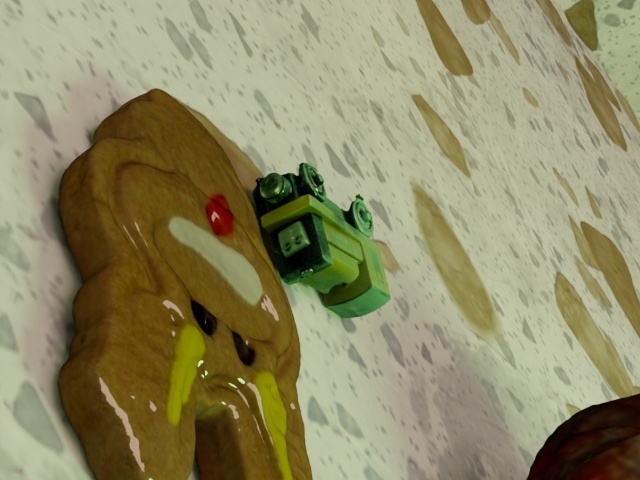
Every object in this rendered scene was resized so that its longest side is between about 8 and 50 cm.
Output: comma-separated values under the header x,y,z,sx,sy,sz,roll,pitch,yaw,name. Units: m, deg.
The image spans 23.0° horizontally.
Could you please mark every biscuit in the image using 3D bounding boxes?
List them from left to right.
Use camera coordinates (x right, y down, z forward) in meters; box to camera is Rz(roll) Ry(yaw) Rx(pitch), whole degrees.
x,y,z,sx,sy,sz,roll,pitch,yaw,name
-0.066,0.030,0.815,0.186,0.044,0.295,44,25,-42,biscuit

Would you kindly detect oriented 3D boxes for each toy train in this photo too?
x,y,z,sx,sy,sz,roll,pitch,yaw,name
0.000,0.000,1.014,0.122,0.050,0.081,31,41,-56,toy train

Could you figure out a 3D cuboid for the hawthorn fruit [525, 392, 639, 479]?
x,y,z,sx,sy,sz,roll,pitch,yaw,name
0.258,0.251,1.027,0.254,0.254,0.300,-46,127,-70,hawthorn fruit
